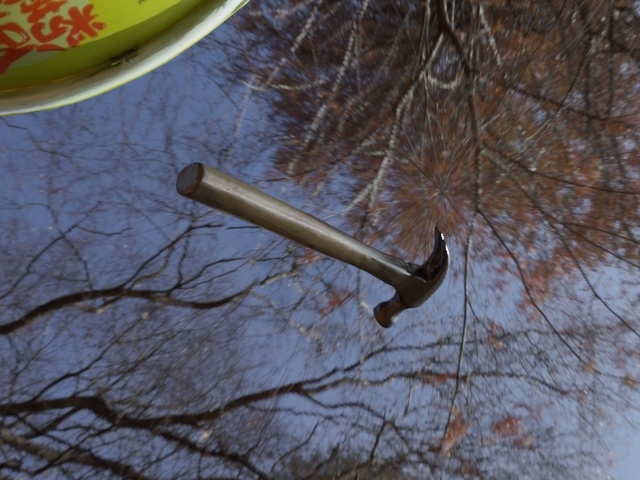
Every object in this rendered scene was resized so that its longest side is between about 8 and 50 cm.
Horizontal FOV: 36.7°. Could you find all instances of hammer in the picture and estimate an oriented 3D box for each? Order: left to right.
[{"bbox_3d":[0.000,0.000,1.241,0.168,0.440,0.044,-46,-136,23],"label":"hammer"}]

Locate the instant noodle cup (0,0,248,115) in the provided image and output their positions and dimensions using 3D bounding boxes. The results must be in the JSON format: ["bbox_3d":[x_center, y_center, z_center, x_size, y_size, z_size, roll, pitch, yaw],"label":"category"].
[{"bbox_3d":[-0.153,-0.225,0.357,0.311,0.221,0.311,-3,-107,10],"label":"instant noodle cup"}]
